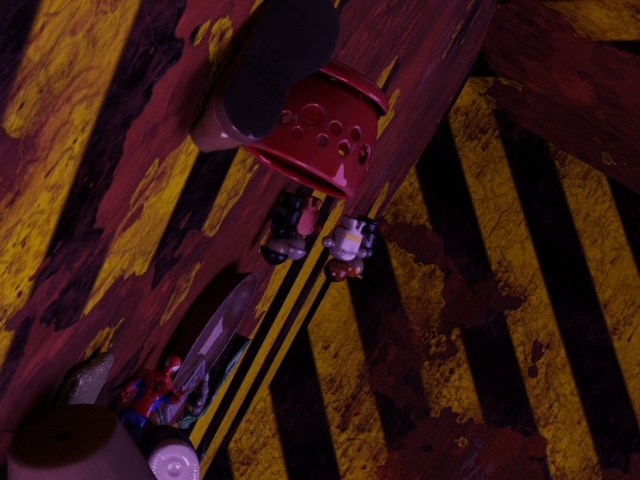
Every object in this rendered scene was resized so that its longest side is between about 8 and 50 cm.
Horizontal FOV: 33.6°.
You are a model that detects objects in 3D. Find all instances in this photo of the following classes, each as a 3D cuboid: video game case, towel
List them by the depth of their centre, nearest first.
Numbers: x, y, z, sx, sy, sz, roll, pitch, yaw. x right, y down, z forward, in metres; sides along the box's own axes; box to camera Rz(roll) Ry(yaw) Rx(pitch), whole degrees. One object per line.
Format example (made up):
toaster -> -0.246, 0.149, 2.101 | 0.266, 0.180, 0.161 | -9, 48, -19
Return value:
towel -> -0.357, 0.234, 1.540 | 0.148, 0.027, 0.110 | -60, 171, 21
video game case -> -0.261, 0.288, 2.034 | 0.122, 0.011, 0.087 | -54, 170, -25

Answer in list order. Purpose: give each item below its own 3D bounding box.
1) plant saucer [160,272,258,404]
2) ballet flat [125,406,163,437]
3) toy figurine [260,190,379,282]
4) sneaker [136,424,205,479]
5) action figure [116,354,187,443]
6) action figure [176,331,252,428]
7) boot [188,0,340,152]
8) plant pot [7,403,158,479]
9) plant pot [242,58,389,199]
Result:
plant saucer -> -0.225, 0.185, 2.069 | 0.311, 0.050, 0.310 | -57, 171, -14
ballet flat -> -0.336, 0.358, 2.032 | 0.073, 0.080, 0.232 | -27, 160, -14
toy figurine -> 0.000, 0.000, 2.160 | 0.213, 0.209, 0.148 | -9, 119, -78
sneaker -> -0.291, 0.487, 1.865 | 0.236, 0.130, 0.323 | 175, -75, -73
action figure -> -0.319, 0.307, 1.785 | 0.280, 0.091, 0.139 | -56, -176, -17
action figure -> -0.238, 0.294, 2.253 | 0.232, 0.063, 0.137 | -63, -157, -12
boot -> -0.076, -0.228, 1.385 | 0.115, 0.112, 0.305 | -22, -152, 47
plant pot -> -0.318, 0.354, 1.442 | 0.263, 0.263, 0.229 | -47, 135, -53
plant pot -> 0.001, -0.176, 1.610 | 0.174, 0.191, 0.191 | -63, 172, -3
